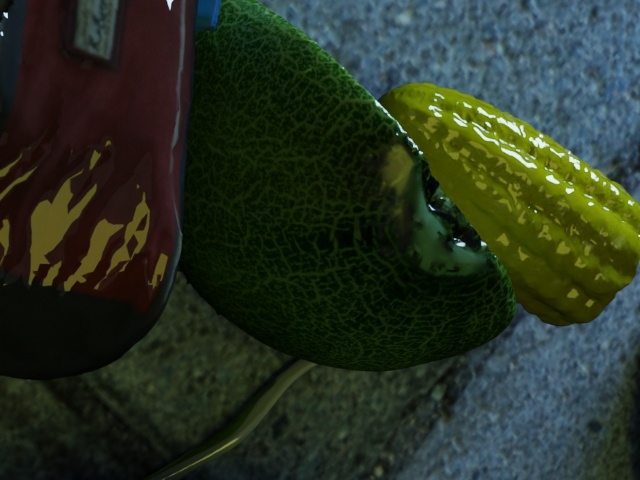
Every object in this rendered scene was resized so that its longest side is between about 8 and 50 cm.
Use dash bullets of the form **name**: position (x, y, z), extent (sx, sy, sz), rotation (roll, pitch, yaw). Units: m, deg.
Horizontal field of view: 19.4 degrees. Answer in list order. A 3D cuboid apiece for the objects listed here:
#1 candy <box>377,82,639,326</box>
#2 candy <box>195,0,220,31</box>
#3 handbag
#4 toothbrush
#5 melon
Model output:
- **candy**: position (0.107, -0.029, 1.140), extent (0.199, 0.106, 0.094), rotation (33, 70, -28)
- **candy**: position (-0.190, -0.200, 0.920), extent (0.306, 0.100, 0.157), rotation (3, 102, -30)
- **handbag**: position (-0.155, -0.074, 0.782), extent (0.181, 0.181, 0.254), rotation (17, 69, -36)
- **toothbrush**: position (-0.067, 0.118, 1.130), extent (0.263, 0.022, 0.026), rotation (-30, 105, -19)
- **melon**: position (0.000, 0.000, 1.041), extent (0.129, 0.169, 0.265), rotation (-42, 116, -10)
